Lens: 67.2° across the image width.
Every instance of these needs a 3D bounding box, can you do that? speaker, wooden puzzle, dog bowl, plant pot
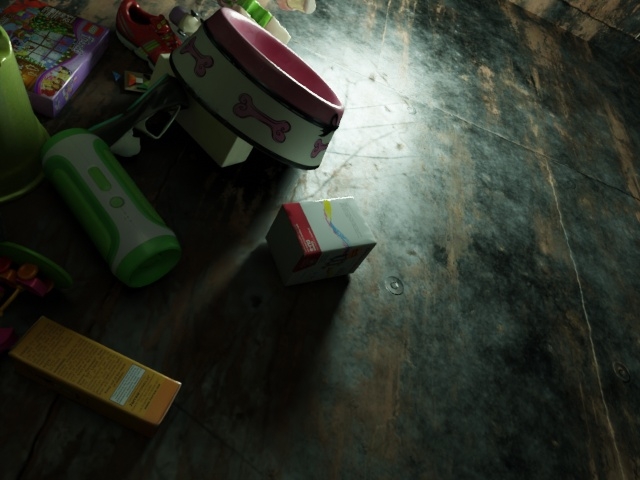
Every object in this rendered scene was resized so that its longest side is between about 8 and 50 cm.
[{"bbox_3d":[-0.377,-0.061,0.864,0.131,0.131,0.296,-29,72,-38],"label":"speaker"},{"bbox_3d":[-0.432,-0.381,1.154,0.116,0.014,0.078,-5,59,-28],"label":"wooden puzzle"},{"bbox_3d":[-0.118,-0.347,1.079,0.408,0.150,0.408,35,22,-17],"label":"dog bowl"},{"bbox_3d":[-0.608,-0.235,0.802,0.276,0.254,0.276,13,52,-16],"label":"plant pot"}]

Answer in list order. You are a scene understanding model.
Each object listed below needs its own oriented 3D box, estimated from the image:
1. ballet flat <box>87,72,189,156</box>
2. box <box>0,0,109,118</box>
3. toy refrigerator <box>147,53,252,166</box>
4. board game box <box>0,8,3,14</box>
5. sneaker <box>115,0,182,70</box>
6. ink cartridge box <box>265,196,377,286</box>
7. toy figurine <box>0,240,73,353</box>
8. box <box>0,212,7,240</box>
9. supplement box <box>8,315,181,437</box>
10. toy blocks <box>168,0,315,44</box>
[{"bbox_3d":[-0.387,-0.238,1.001,0.280,0.095,0.096,-43,112,-18],"label":"ballet flat"},{"bbox_3d":[-0.620,-0.410,1.055,0.201,0.057,0.293,19,50,-12],"label":"box"},{"bbox_3d":[-0.265,-0.302,1.108,0.269,0.102,0.094,45,36,11],"label":"toy refrigerator"},{"bbox_3d":[-0.806,-0.525,1.047,0.170,0.048,0.141,49,49,9],"label":"board game box"},{"bbox_3d":[-0.390,-0.488,1.183,0.279,0.118,0.107,34,49,1],"label":"sneaker"},{"bbox_3d":[0.000,0.000,1.003,0.176,0.128,0.127,-9,61,-30],"label":"ink cartridge box"},{"bbox_3d":[-0.495,0.095,0.721,0.173,0.130,0.159,13,58,12],"label":"toy figurine"},{"bbox_3d":[-0.602,-0.011,0.699,0.233,0.183,0.059,-18,109,-34],"label":"box"},{"bbox_3d":[-0.335,0.206,0.724,0.234,0.078,0.080,27,49,-6],"label":"supplement box"},{"bbox_3d":[-0.239,-0.628,1.283,0.260,0.309,0.289,42,7,39],"label":"toy blocks"}]
